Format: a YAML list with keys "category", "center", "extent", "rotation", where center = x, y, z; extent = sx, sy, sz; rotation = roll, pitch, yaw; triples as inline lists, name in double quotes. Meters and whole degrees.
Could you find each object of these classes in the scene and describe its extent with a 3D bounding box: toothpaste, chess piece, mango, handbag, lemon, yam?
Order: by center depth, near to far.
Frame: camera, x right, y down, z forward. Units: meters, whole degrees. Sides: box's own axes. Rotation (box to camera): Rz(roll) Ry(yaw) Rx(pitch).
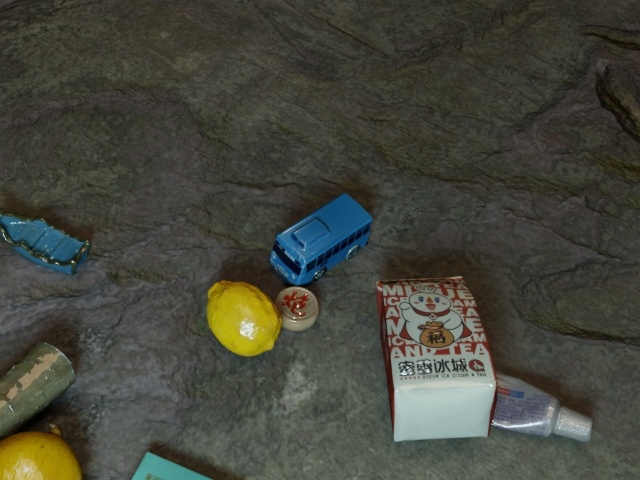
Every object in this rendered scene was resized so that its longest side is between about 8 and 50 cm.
- category: "mango"
  center: [-0.425, 0.400, 1.171]
  extent: [0.176, 0.119, 0.317]
  rotation: [9, 57, -3]
- category: "yam"
  center: [-0.494, 0.267, 1.282]
  extent: [0.093, 0.093, 0.259]
  rotation: [33, 55, 18]
- category: "handbag"
  center: [0.186, 0.174, 1.404]
  extent: [0.171, 0.151, 0.298]
  rotation: [-3, 42, 1]
- category: "toothpaste"
  center: [0.312, 0.272, 1.420]
  extent: [0.282, 0.069, 0.099]
  rotation: [16, 20, 17]
- category: "lemon"
  center: [-0.132, 0.128, 1.429]
  extent: [0.155, 0.114, 0.114]
  rotation: [42, 57, 18]
- category: "chess piece"
  center: [-0.043, 0.121, 1.498]
  extent: [0.083, 0.038, 0.084]
  rotation: [3, 50, -4]

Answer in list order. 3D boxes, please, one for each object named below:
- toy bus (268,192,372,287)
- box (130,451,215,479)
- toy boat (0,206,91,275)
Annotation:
- category: "toy bus"
  center: [0.000, 0.000, 1.557]
  extent: [0.184, 0.106, 0.090]
  rotation: [-33, 65, -29]
- category: "box"
  center: [-0.232, 0.436, 1.216]
  extent: [0.162, 0.041, 0.229]
  rotation: [20, 51, 8]
- category: "toy boat"
  center: [-0.500, -0.006, 1.508]
  extent: [0.185, 0.077, 0.075]
  rotation: [23, 53, 10]
